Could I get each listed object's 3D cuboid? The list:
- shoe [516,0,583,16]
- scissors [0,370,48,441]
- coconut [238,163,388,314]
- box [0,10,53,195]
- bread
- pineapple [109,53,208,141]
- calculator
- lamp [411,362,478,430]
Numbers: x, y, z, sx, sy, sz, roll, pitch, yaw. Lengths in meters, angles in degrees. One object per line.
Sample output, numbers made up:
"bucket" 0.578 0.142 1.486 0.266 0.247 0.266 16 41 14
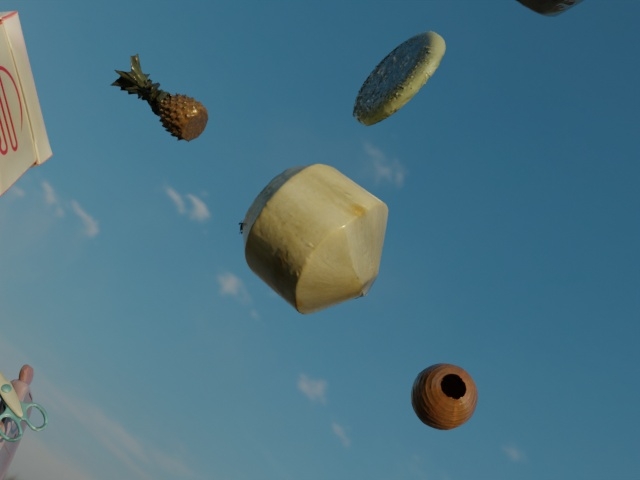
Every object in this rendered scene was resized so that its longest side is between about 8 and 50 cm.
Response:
"shoe" 0.263 -0.307 0.933 0.251 0.103 0.100 -143 -140 -59
"scissors" -0.366 0.179 0.940 0.119 0.058 0.014 51 -44 20
"coconut" 0.000 0.000 1.709 0.323 0.323 0.323 26 -33 19
"box" -0.741 -0.249 1.540 0.314 0.300 0.312 -4 -65 4
"bread" 0.163 -0.356 1.753 0.040 0.267 0.267 40 -30 -22
"pineapple" -0.407 -0.363 2.061 0.277 0.130 0.119 38 -62 20
"calculator" -0.384 0.230 0.991 0.024 0.166 0.103 14 -31 -3
"lamp" 0.249 0.315 1.626 0.136 0.136 0.136 26 -33 19
